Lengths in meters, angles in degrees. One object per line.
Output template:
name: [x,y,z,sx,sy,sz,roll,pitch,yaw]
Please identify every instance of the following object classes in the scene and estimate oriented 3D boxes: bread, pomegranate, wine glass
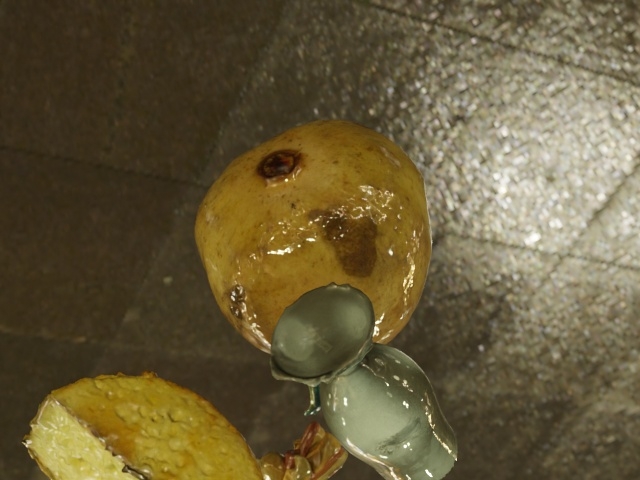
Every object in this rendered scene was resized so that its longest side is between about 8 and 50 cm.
bread: [-0.147,0.225,1.177,0.147,0.261,0.160,-40,160,-40]
pomegranate: [0.000,0.000,1.394,0.281,0.281,0.281,-10,136,-10]
wine glass: [0.046,0.137,1.064,0.103,0.103,0.222,-29,134,9]

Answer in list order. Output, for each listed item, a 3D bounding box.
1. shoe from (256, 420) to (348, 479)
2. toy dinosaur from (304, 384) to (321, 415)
shoe: [-0.024,0.270,1.492,0.109,0.072,0.069,-32,95,27]
toy dinosaur: [0.004,0.142,2.174,0.147,0.076,0.363,19,99,-31]
